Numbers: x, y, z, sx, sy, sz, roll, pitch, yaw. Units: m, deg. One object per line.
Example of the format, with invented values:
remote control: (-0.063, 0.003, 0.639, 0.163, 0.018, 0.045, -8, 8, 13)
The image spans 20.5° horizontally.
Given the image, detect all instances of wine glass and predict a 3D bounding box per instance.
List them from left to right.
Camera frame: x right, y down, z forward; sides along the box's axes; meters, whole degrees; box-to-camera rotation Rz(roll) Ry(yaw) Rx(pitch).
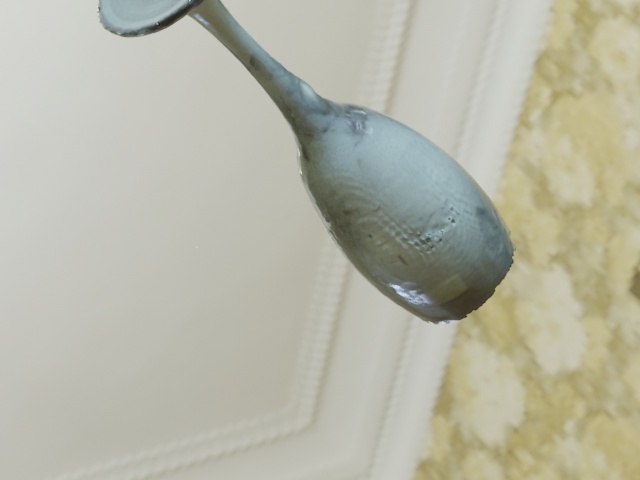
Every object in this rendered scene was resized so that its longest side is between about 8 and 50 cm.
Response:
wine glass: (0.000, 0.000, 0.984, 0.096, 0.264, 0.309, -22, -46, 26)
